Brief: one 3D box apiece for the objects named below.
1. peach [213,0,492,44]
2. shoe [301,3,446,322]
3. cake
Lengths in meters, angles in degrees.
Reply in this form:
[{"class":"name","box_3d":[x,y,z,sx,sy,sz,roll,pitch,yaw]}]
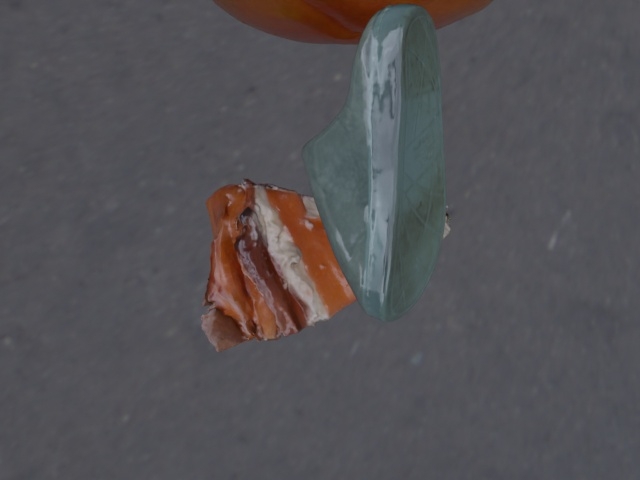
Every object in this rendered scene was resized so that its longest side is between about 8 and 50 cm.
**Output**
[{"class":"peach","box_3d":[0.044,-0.305,1.474,0.343,0.343,0.302,-31,124,15]},{"class":"shoe","box_3d":[0.030,-0.051,1.154,0.078,0.079,0.195,11,107,29]},{"class":"cake","box_3d":[0.005,-0.003,1.569,0.098,0.287,0.135,-29,84,42]}]
